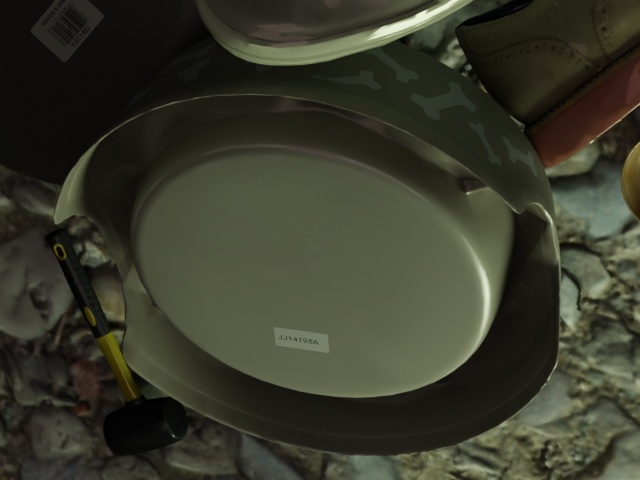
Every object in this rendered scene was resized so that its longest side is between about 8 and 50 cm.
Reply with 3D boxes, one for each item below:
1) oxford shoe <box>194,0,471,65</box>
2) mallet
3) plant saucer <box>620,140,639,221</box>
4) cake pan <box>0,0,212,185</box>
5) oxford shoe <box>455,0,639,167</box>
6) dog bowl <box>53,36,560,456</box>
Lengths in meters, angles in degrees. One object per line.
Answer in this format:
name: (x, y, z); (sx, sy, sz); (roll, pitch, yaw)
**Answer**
oxford shoe: (0.112, -0.262, 1.093); (0.449, 0.130, 0.169); (-32, 68, 3)
mallet: (-0.173, 0.082, 1.466); (0.062, 0.039, 0.189); (-26, 100, 26)
plant saucer: (0.249, -0.042, 1.301); (0.083, 0.015, 0.083); (6, 114, 14)
cake pan: (-0.175, -0.164, 1.344); (0.293, 0.054, 0.293); (6, 115, 12)
oxford shoe: (0.225, -0.195, 1.184); (0.130, 0.123, 0.348); (47, 115, -1)
dog bowl: (0.000, 0.000, 1.282); (0.349, 0.102, 0.348); (10, 138, 9)
